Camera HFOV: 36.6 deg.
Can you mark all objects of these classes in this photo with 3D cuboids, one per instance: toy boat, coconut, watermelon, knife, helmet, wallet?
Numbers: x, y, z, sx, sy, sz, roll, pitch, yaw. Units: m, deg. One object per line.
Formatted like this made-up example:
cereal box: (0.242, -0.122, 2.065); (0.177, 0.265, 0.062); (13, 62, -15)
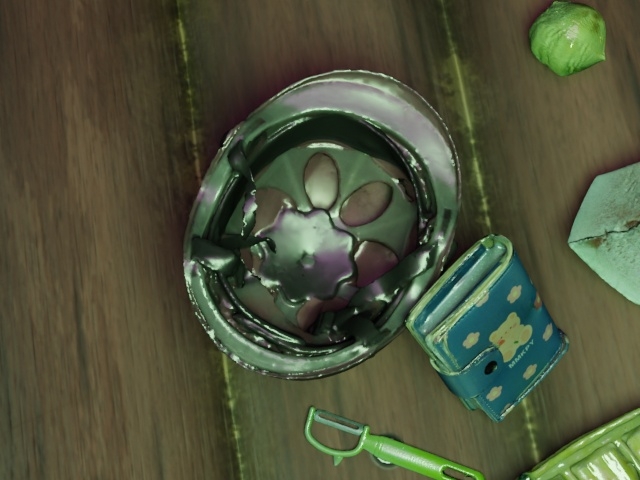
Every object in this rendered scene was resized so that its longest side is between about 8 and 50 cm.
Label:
toy boat: (0.290, 0.264, 1.017); (0.276, 0.084, 0.111); (-32, 72, -4)
coconut: (0.293, -0.236, 1.132); (0.096, 0.088, 0.088); (34, 83, 19)
watermelon: (0.452, -0.035, 0.995); (0.320, 0.213, 0.289); (37, 82, 26)
knife: (0.080, 0.245, 1.081); (0.212, 0.015, 0.054); (17, 80, 11)
helmet: (0.000, 0.000, 1.058); (0.271, 0.197, 0.338); (25, 74, 4)
wallet: (0.179, 0.100, 1.010); (0.141, 0.202, 0.059); (-44, 47, -4)
